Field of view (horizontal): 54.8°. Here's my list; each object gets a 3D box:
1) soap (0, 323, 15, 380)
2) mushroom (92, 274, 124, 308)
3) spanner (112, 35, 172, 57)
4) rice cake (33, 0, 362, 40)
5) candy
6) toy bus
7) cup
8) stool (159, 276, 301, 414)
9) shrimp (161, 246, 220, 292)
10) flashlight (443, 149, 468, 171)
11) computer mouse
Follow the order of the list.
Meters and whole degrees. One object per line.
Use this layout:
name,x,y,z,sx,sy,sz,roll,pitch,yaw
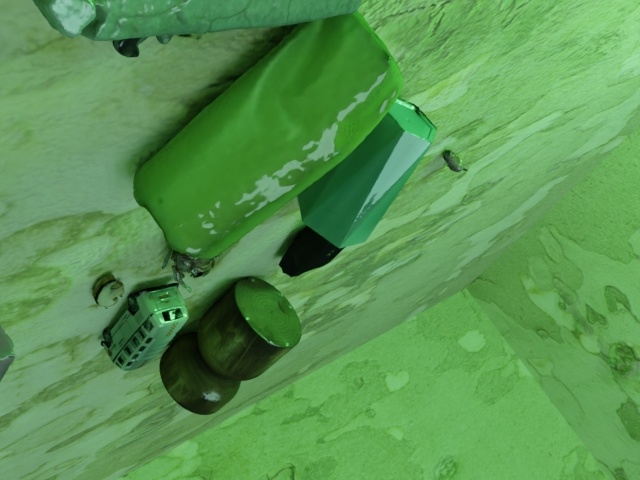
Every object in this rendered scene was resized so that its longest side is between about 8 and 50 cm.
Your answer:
soap,-0.543,0.189,0.770,0.259,0.081,0.181,-14,154,-48
mushroom,-0.329,0.080,0.960,0.049,0.019,0.101,-24,161,-27
spanner,-0.132,-0.257,0.461,0.071,0.017,0.302,-30,161,-27
rice cake,-0.081,-0.217,0.527,0.336,0.066,0.063,-26,150,-41
candy,-0.064,-0.120,0.726,0.343,0.142,0.132,-39,148,13
toy bus,-0.308,0.157,1.079,0.087,0.089,0.194,-10,151,-51
cup,0.082,-0.113,1.005,0.148,0.134,0.235,-15,153,-52
stool,-0.190,0.222,1.301,0.264,0.179,0.179,-42,160,23
shrimp,-0.202,0.027,0.974,0.073,0.075,0.190,-62,-176,-24
flashlight,0.294,-0.177,1.364,0.110,0.052,0.031,25,83,-62
computer mouse,0.000,0.000,1.237,0.122,0.073,0.217,-15,160,-40
